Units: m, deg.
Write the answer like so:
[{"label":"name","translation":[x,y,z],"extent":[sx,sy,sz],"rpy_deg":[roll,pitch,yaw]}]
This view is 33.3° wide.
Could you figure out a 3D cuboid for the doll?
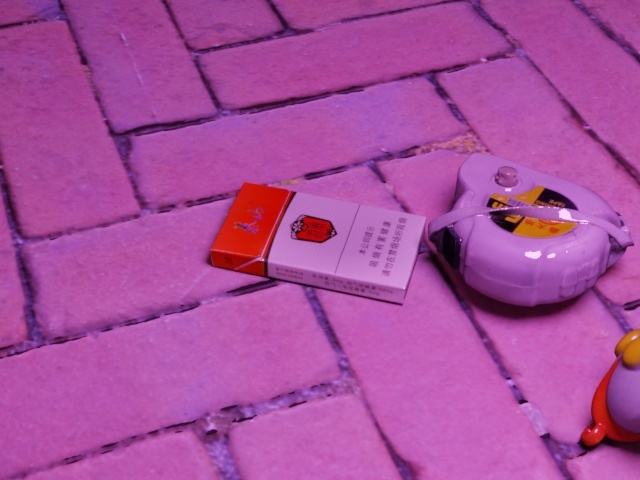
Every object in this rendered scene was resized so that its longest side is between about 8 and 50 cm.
[{"label":"doll","translation":[0.403,0.102,1.119],"extent":[0.336,0.200,0.105],"rpy_deg":[-43,90,8]}]

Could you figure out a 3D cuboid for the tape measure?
[{"label":"tape measure","translation":[0.246,-0.006,1.287],"extent":[0.236,0.120,0.197],"rpy_deg":[21,41,25]}]

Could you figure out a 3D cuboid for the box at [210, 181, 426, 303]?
[{"label":"box","translation":[0.000,0.000,1.335],"extent":[0.245,0.035,0.139],"rpy_deg":[13,45,10]}]
